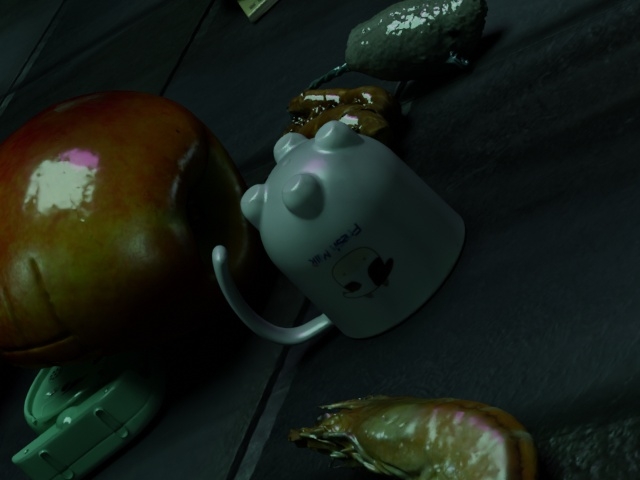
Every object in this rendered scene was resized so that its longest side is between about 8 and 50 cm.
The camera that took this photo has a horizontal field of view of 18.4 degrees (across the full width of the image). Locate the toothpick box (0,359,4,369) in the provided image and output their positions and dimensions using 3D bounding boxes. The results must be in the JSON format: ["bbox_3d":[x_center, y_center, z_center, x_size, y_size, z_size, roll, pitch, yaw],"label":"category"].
[{"bbox_3d":[-0.400,0.076,2.087,0.175,0.175,0.271,-23,29,42],"label":"toothpick box"}]

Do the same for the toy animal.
[{"bbox_3d":[0.049,-0.163,1.831,0.253,0.079,0.070,-27,19,34],"label":"toy animal"}]

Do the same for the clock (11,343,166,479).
[{"bbox_3d":[-0.212,0.136,1.814,0.148,0.060,0.188,-39,23,16],"label":"clock"}]

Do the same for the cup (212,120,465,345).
[{"bbox_3d":[0.006,-0.010,1.587,0.173,0.142,0.134,-25,32,40],"label":"cup"}]

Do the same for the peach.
[{"bbox_3d":[-0.203,-0.007,1.775,0.275,0.248,0.245,-18,78,26],"label":"peach"}]

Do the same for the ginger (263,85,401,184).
[{"bbox_3d":[0.007,-0.098,1.809,0.162,0.073,0.103,-27,29,39],"label":"ginger"}]

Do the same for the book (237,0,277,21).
[{"bbox_3d":[-0.064,-0.299,2.321,0.077,0.014,0.111,-42,24,6],"label":"book"}]

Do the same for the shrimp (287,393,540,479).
[{"bbox_3d":[0.055,0.165,1.330,0.150,0.068,0.249,-56,30,-9],"label":"shrimp"}]
